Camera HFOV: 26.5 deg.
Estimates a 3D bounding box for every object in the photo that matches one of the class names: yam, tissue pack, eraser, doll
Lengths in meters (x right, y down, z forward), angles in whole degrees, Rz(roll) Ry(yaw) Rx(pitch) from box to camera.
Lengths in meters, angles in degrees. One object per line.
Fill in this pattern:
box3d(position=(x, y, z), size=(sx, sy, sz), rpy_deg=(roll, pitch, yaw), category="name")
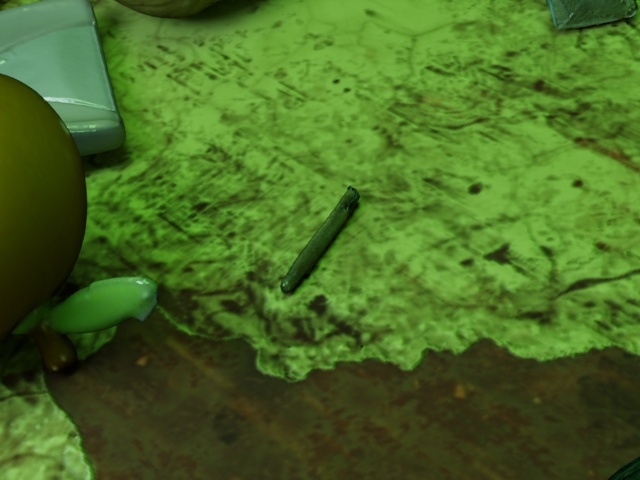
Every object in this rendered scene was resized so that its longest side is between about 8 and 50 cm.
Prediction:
box3d(position=(0.000, 0.000, 0.974), size=(0.014, 0.014, 0.107), rpy_deg=(15, 50, 27), category="yam")
box3d(position=(0.217, -0.223, 1.117), size=(0.074, 0.059, 0.094), rpy_deg=(-9, 43, 7), category="tissue pack")
box3d(position=(-0.292, -0.112, 1.125), size=(0.243, 0.059, 0.204), rpy_deg=(-14, 44, -6), category="eraser")
box3d(position=(-0.239, 0.008, 0.913), size=(0.236, 0.213, 0.213), rpy_deg=(47, 63, 0), category="doll")

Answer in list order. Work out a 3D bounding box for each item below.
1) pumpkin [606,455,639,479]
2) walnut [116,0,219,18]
box3d(position=(0.207, 0.200, 0.591), size=(0.263, 0.197, 0.293), rpy_deg=(-10, 41, 7), category="pumpkin")
box3d(position=(-0.137, -0.297, 1.196), size=(0.193, 0.193, 0.225), rpy_deg=(-34, 51, -21), category="walnut")
